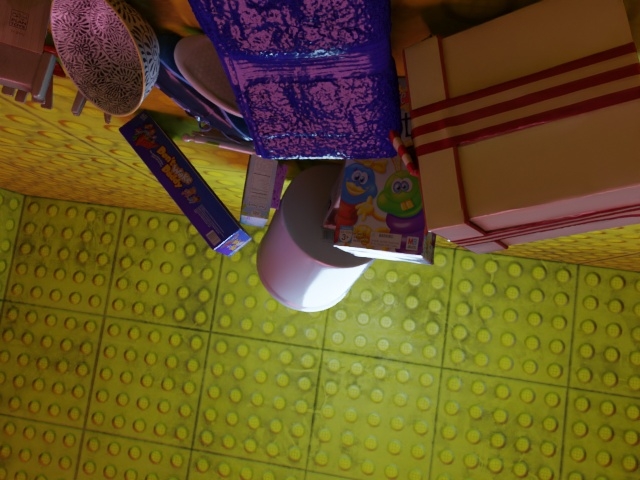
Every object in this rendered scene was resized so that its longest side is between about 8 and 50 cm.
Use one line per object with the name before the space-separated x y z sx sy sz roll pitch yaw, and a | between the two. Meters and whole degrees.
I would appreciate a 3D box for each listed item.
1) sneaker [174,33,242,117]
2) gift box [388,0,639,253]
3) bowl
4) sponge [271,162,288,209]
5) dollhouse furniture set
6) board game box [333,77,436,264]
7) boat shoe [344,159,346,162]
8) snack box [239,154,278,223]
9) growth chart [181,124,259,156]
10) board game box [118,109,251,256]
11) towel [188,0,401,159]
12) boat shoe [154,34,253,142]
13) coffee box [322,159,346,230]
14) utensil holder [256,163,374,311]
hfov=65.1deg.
sneaker | -0.103 -0.232 0.820 0.295 0.105 0.147 17 179 -26
gift box | 0.242 -0.135 0.622 0.258 0.276 0.255 -13 161 28
bowl | -0.278 -0.265 0.689 0.170 0.170 0.080 4 -146 33
sponge | -0.126 -0.151 1.369 0.031 0.117 0.210 11 -174 -13
dollhouse furniture set | -0.462 -0.291 0.800 0.262 0.135 0.259 11 -175 -24
board game box | 0.125 -0.110 0.831 0.144 0.275 0.142 6 174 20
boat shoe | 0.153 -0.167 1.299 0.219 0.078 0.070 24 133 -40
snack box | -0.146 -0.145 1.203 0.070 0.207 0.174 9 174 -9
growth chart | -0.157 -0.213 1.006 0.172 0.021 0.237 13 -157 -1
board game box | -0.316 -0.125 1.218 0.347 0.078 0.233 51 175 3
towel | -0.023 -0.204 0.603 0.227 0.076 0.308 7 152 17
boat shoe | -0.193 -0.251 0.844 0.089 0.109 0.258 -3 153 33
coffee box | 0.124 -0.114 1.144 0.168 0.119 0.297 16 157 -7
utensil holder | 0.000 0.000 1.467 0.327 0.328 0.385 9 155 -12
